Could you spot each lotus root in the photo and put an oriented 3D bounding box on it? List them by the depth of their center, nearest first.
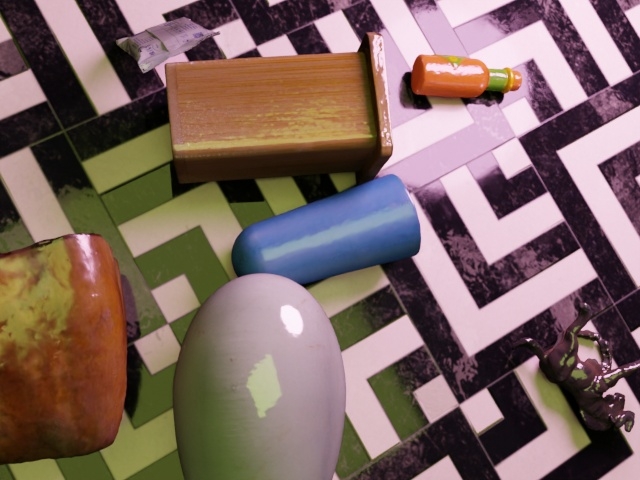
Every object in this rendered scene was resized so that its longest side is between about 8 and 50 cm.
[{"bbox_3d":[-0.376,0.147,0.843,0.317,0.316,0.249,-12,88,-14],"label":"lotus root"}]

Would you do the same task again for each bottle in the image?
[{"bbox_3d":[0.249,-0.275,1.159,0.187,0.069,0.069,1,80,-14],"label":"bottle"}]

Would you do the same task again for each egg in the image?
[{"bbox_3d":[-0.081,0.229,0.914,0.230,0.230,0.370,2,86,-11],"label":"egg"}]

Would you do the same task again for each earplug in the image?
[{"bbox_3d":[0.000,0.000,1.029,0.273,0.132,0.132,-17,84,-11],"label":"earplug"}]

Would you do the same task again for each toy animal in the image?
[{"bbox_3d":[0.426,0.208,1.098,0.233,0.084,0.148,39,76,-6],"label":"toy animal"}]

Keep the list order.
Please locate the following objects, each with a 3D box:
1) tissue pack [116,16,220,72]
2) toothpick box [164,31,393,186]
[{"bbox_3d":[-0.229,-0.298,1.015,0.123,0.193,0.026,-24,122,-14],"label":"tissue pack"},{"bbox_3d":[-0.066,-0.181,1.022,0.309,0.187,0.190,-5,81,-9],"label":"toothpick box"}]
